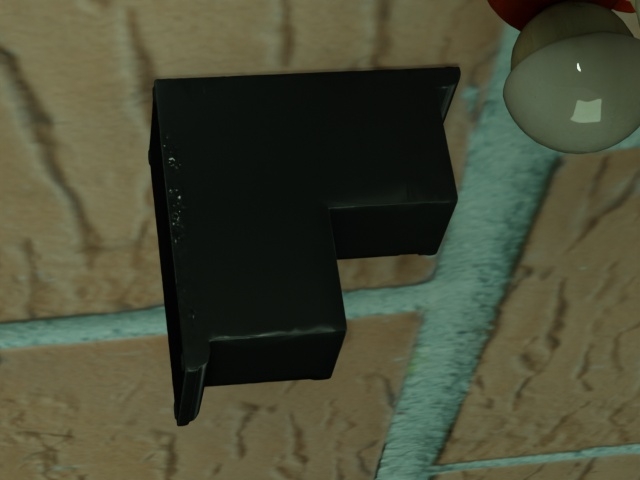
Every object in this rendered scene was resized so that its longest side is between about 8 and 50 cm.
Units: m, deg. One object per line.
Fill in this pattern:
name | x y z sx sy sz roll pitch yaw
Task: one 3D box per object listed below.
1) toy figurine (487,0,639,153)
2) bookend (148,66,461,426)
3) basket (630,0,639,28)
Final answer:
toy figurine | 0.143 -0.139 0.561 0.209 0.148 0.213 -11 153 6
bookend | 0.000 0.000 0.788 0.157 0.156 0.072 -4 153 -10
basket | 0.170 -0.220 0.283 0.328 0.266 0.331 -13 155 8
